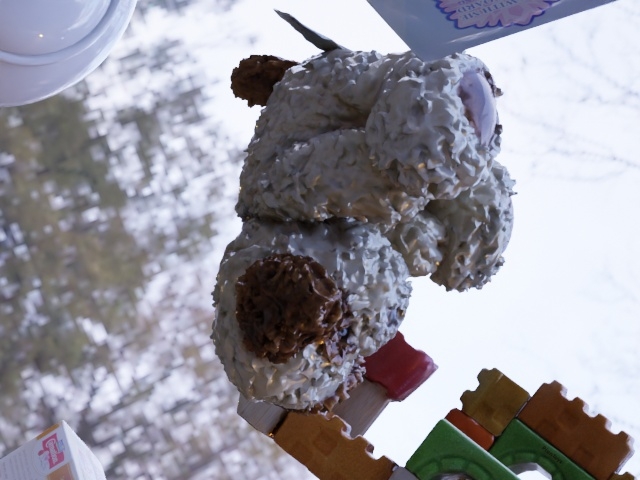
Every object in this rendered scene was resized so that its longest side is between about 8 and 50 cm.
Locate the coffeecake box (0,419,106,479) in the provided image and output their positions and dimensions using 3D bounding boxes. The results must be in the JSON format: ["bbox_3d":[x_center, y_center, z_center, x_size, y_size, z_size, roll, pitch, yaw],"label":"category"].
[{"bbox_3d":[-0.262,0.258,1.339,0.068,0.185,0.142,57,2,-36],"label":"coffeecake box"}]

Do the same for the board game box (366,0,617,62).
[{"bbox_3d":[0.151,-0.253,0.562,0.318,0.066,0.319,-15,-118,22],"label":"board game box"}]

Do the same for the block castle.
[{"bbox_3d":[0.168,0.209,1.409,0.453,0.213,0.303,37,-5,21],"label":"block castle"}]

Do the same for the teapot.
[{"bbox_3d":[-0.233,-0.216,1.246,0.252,0.256,0.187,36,-9,-31],"label":"teapot"}]

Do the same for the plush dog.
[{"bbox_3d":[0.000,0.000,1.045,0.210,0.225,0.262,18,-17,15],"label":"plush dog"}]
